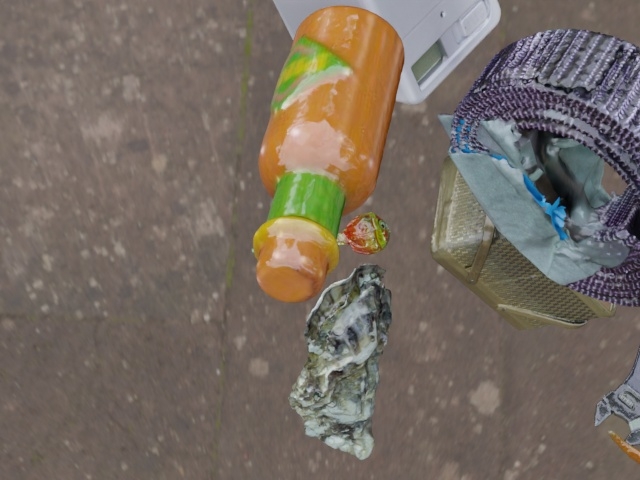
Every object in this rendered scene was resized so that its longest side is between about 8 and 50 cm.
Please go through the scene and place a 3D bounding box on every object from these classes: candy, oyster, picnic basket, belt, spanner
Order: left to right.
[{"bbox_3d":[0.000,0.000,1.840,0.201,0.060,0.060,-9,68,4],"label":"candy"},{"bbox_3d":[0.024,0.136,1.442,0.087,0.199,0.252,28,105,26],"label":"oyster"},{"bbox_3d":[0.269,-0.006,1.659,0.139,0.267,0.165,-12,55,38],"label":"picnic basket"},{"bbox_3d":[0.279,-0.070,1.330,0.260,0.325,0.122,0,47,43],"label":"belt"},{"bbox_3d":[0.476,0.146,1.858,0.087,0.024,0.315,17,72,18],"label":"spanner"}]

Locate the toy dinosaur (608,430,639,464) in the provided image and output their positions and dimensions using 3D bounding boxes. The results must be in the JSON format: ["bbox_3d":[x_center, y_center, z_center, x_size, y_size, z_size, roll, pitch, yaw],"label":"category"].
[{"bbox_3d":[0.353,0.233,1.096,0.212,0.142,0.057,47,43,-19],"label":"toy dinosaur"}]

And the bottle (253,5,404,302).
[{"bbox_3d":[0.001,-0.047,0.695,0.069,0.069,0.187,9,49,3],"label":"bottle"}]

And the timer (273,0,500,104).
[{"bbox_3d":[0.079,-0.310,1.624,0.195,0.194,0.192,21,59,44],"label":"timer"}]
